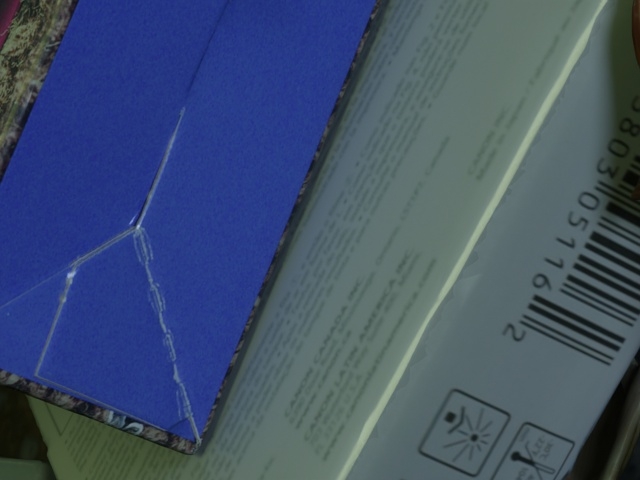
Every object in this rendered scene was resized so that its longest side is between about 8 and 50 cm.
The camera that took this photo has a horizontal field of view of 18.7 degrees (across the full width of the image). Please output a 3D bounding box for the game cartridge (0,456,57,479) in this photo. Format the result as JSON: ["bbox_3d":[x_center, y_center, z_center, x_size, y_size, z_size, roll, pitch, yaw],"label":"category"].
[{"bbox_3d":[-0.186,0.248,0.916,0.198,0.062,0.297,1,75,41],"label":"game cartridge"}]

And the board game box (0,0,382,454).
[{"bbox_3d":[-0.143,-0.075,0.796,0.291,0.141,0.232,16,82,45],"label":"board game box"}]

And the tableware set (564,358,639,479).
[{"bbox_3d":[0.124,0.031,0.680,0.168,0.020,0.141,-7,65,66],"label":"tableware set"}]

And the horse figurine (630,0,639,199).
[{"bbox_3d":[0.203,-0.104,0.599,0.263,0.066,0.174,-23,77,3],"label":"horse figurine"}]

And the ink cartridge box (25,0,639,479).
[{"bbox_3d":[0.000,0.000,0.823,0.308,0.091,0.385,-62,24,7],"label":"ink cartridge box"}]
